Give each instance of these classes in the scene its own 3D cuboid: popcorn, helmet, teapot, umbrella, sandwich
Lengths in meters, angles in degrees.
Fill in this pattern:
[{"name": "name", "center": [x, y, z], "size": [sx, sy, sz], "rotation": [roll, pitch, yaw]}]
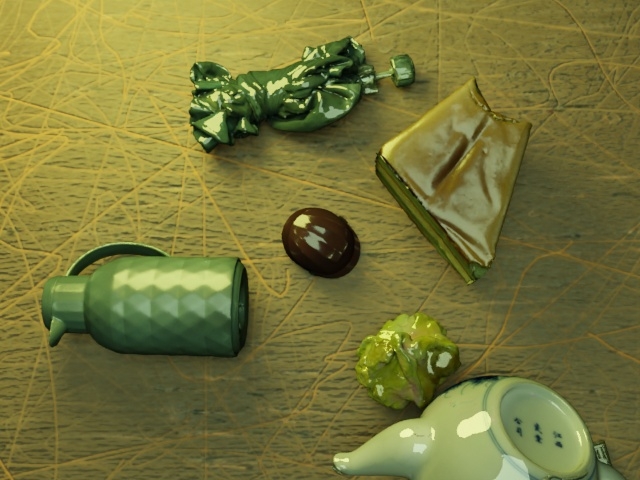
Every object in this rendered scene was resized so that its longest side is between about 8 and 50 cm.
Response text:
[{"name": "popcorn", "center": [0.122, 0.173, 1.324], "size": [0.145, 0.126, 0.126], "rotation": [-11, 107, -16]}, {"name": "helmet", "center": [0.000, 0.000, 1.371], "size": [0.123, 0.070, 0.098], "rotation": [28, 83, 6]}, {"name": "teapot", "center": [0.228, 0.324, 1.246], "size": [0.424, 0.280, 0.252], "rotation": [19, 41, -13]}, {"name": "umbrella", "center": [-0.029, -0.229, 1.395], "size": [0.349, 0.094, 0.143], "rotation": [-11, 86, -2]}, {"name": "sandwich", "center": [0.222, -0.086, 1.333], "size": [0.198, 0.155, 0.227], "rotation": [-37, 83, -3]}]

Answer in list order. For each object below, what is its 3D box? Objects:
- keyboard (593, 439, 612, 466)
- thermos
[{"name": "keyboard", "center": [0.404, 0.357, 1.337], "size": [0.049, 0.015, 0.129], "rotation": [-16, 82, 5]}, {"name": "thermos", "center": [-0.249, 0.080, 1.338], "size": [0.286, 0.145, 0.182], "rotation": [2, 50, 3]}]
